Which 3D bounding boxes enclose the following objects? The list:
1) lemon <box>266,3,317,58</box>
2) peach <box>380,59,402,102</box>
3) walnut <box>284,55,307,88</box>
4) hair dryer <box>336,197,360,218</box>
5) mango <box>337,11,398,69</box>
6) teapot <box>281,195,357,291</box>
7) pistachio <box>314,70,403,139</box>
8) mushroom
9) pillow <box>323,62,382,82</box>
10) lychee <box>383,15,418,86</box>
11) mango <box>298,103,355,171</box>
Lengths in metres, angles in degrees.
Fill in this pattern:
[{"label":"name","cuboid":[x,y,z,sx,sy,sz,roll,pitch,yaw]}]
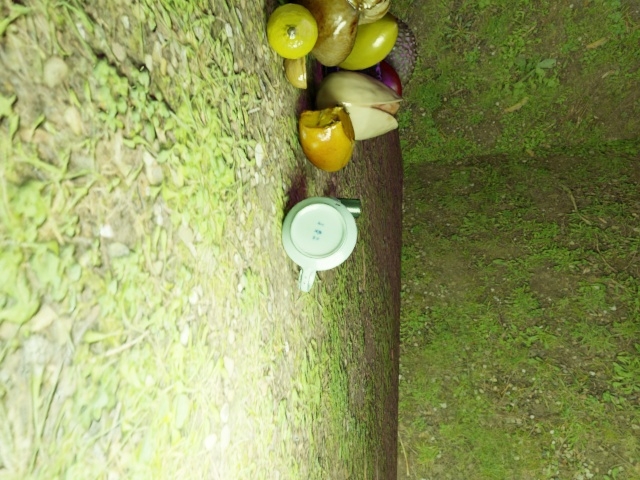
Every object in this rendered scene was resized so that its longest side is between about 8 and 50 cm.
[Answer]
[{"label":"lemon","cuboid":[-0.060,-0.439,1.041,0.133,0.109,0.109,-98,176,-61]},{"label":"peach","cuboid":[0.160,-0.494,1.652,0.199,0.244,0.243,-14,-102,62]},{"label":"walnut","cuboid":[-0.058,-0.406,1.138,0.091,0.052,0.121,100,-13,-73]},{"label":"hair dryer","cuboid":[0.057,-0.068,1.454,0.197,0.100,0.057,99,-6,-69]},{"label":"mango","cuboid":[0.082,-0.562,1.350,0.195,0.142,0.331,-60,-140,27]},{"label":"teapot","cuboid":[0.000,0.000,1.084,0.159,0.159,0.232,47,61,-67]},{"label":"pistachio","cuboid":[0.108,-0.378,1.402,0.299,0.187,0.187,-4,90,-35]},{"label":"mushroom","cuboid":[0.035,-0.562,1.162,0.195,0.283,0.263,10,80,-40]},{"label":"pillow","cuboid":[0.101,-0.493,1.526,0.034,0.189,0.255,-173,-104,-79]},{"label":"lychee","cuboid":[0.217,-0.693,1.860,0.300,0.300,0.300,-4,90,-75]},{"label":"mango","cuboid":[0.023,-0.256,1.256,0.252,0.126,0.153,37,58,-72]}]
